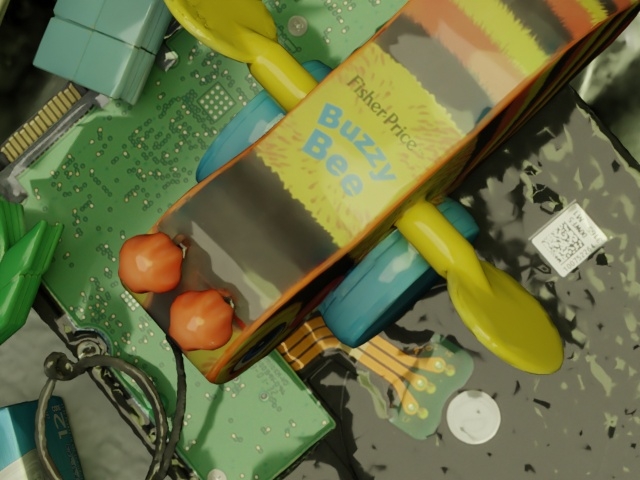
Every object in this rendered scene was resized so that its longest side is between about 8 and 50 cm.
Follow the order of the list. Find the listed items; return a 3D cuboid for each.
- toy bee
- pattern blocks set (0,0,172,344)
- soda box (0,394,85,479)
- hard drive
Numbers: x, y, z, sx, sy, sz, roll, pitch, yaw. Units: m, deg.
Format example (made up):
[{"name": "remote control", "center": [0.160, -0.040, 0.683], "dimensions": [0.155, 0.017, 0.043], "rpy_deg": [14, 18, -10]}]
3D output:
[{"name": "toy bee", "center": [0.000, 0.000, 0.668], "dimensions": [0.195, 0.162, 0.298], "rpy_deg": [26, 95, 10]}, {"name": "pattern blocks set", "center": [-0.223, -0.080, 0.814], "dimensions": [0.325, 0.026, 0.285], "rpy_deg": [34, 97, 26]}, {"name": "soda box", "center": [-0.127, 0.179, 0.804], "dimensions": [0.071, 0.067, 0.210], "rpy_deg": [-17, 86, 12]}, {"name": "hard drive", "center": [0.035, 0.032, 0.772], "dimensions": [0.237, 0.064, 0.339], "rpy_deg": [-42, 82, 9]}]
